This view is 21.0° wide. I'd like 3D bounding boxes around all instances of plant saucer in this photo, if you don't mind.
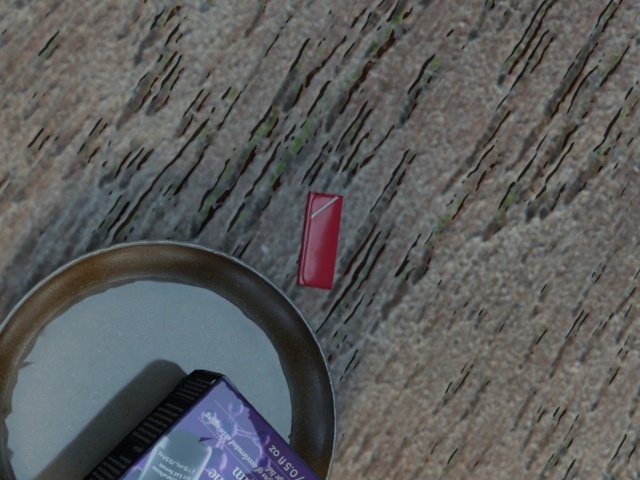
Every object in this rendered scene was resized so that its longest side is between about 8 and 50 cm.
[{"bbox_3d":[-0.140,0.154,1.448,0.311,0.050,0.310,0,90,-16],"label":"plant saucer"}]

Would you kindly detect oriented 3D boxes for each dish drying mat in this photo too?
[{"bbox_3d":[0.000,0.000,1.511,0.032,0.008,0.083,8,87,-16],"label":"dish drying mat"}]

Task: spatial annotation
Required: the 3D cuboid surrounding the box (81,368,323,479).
[{"bbox_3d":[-0.110,0.227,1.375,0.207,0.108,0.153,-46,101,-13],"label":"box"}]
